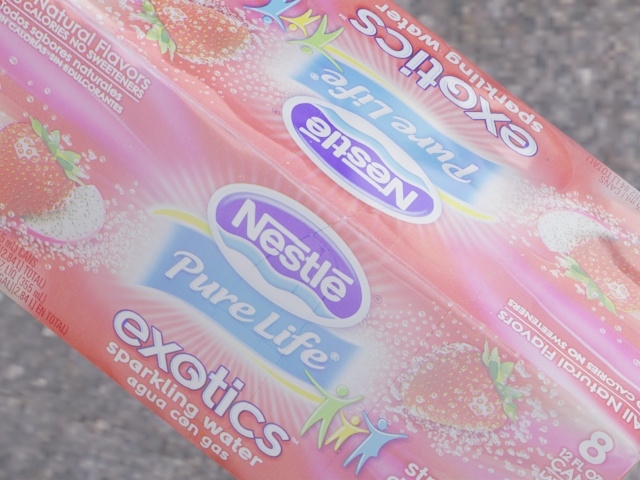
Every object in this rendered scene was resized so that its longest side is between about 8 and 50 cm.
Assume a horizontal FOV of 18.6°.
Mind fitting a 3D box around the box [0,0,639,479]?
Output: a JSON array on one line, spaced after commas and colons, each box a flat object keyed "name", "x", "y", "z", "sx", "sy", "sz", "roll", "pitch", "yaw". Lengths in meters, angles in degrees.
[{"name": "box", "x": 0.000, "y": 0.000, "z": 0.807, "sx": 0.300, "sy": 0.142, "sz": 0.154, "roll": 39, "pitch": 38, "yaw": 5}]
